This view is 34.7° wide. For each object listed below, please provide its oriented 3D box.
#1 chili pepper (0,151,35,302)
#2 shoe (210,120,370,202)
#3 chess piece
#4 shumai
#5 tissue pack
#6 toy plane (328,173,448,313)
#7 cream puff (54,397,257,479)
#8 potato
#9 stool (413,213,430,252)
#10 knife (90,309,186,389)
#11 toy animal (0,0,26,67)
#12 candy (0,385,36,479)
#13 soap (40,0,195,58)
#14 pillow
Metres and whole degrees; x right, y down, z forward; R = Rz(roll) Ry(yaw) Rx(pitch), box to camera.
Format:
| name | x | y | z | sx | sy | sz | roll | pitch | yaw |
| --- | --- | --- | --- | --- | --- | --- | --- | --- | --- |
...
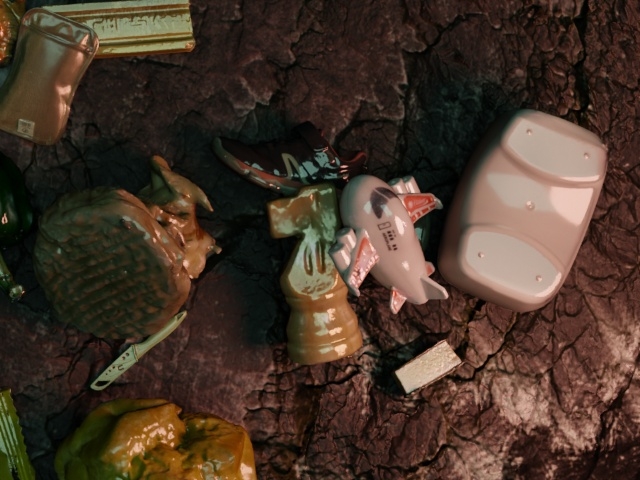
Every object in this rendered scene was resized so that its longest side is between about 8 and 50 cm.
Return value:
| name | x | y | z | sx | sy | sz | roll | pitch | yaw |
| --- | --- | --- | --- | --- | --- | --- | --- | --- | --- |
| chili pepper | -0.541 | -0.023 | 1.625 | 0.165 | 0.174 | 0.261 | -10 | 87 | -7 |
| shoe | -0.042 | -0.140 | 1.756 | 0.291 | 0.114 | 0.137 | 16 | 92 | -14 |
| chess piece | -0.008 | 0.051 | 1.727 | 0.137 | 0.137 | 0.301 | -10 | 105 | -11 |
| shumai | -0.312 | -0.004 | 1.683 | 0.267 | 0.314 | 0.262 | 39 | 39 | -10 |
| tissue pack | 0.343 | -0.051 | 1.784 | 0.229 | 0.236 | 0.333 | 23 | 85 | -2 |
| toy plane | 0.116 | 0.002 | 1.685 | 0.252 | 0.118 | 0.252 | 3 | 85 | -39 |
| cream puff | -0.262 | 0.354 | 1.640 | 0.270 | 0.323 | 0.274 | -46 | 110 | -31 |
| potato | 0.187 | 0.229 | 1.825 | 0.122 | 0.086 | 0.061 | -30 | 82 | -8 |
| stool | 0.135 | -0.018 | 1.805 | 0.110 | 0.096 | 0.096 | 11 | 88 | -7 |
| knife | -0.311 | 0.186 | 1.755 | 0.207 | 0.014 | 0.030 | -41 | 99 | -8 |
| toy animal | -0.562 | -0.414 | 1.670 | 0.114 | 0.116 | 0.255 | -33 | 92 | -33 |
| candy | -0.618 | 0.369 | 1.663 | 0.297 | 0.081 | 0.187 | -18 | 94 | 0 |
| soap | -0.342 | -0.359 | 1.734 | 0.252 | 0.037 | 0.092 | -6 | 93 | -11 |
| pillow | -0.456 | -0.267 | 1.688 | 0.130 | 0.033 | 0.217 | 19 | 104 | -16 |
